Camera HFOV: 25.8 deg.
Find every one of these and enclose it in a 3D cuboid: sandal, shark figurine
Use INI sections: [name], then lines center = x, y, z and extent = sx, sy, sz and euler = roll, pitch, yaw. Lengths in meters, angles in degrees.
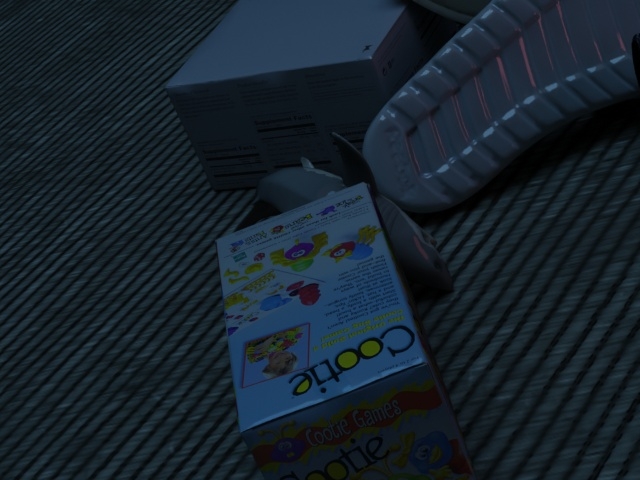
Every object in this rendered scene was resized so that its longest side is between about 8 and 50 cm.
[sandal]
center = 0.218, -0.179, 1.387
extent = 0.416, 0.169, 0.102
euler = -31, -3, 0
[shark figurine]
center = -0.023, -0.015, 1.299
extent = 0.278, 0.166, 0.116
euler = 14, 57, 49

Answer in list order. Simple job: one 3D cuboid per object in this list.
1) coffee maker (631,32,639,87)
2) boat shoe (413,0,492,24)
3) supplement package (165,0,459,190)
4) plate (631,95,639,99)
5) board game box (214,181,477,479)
[coffee maker]
center = 0.391, -0.151, 1.255
extent = 0.178, 0.120, 0.171
euler = -24, 31, 2
[boat shoe]
center = 0.213, -0.281, 1.459
extent = 0.324, 0.116, 0.096
euler = 11, 18, 3
[supplement package]
center = 0.003, -0.179, 1.547
extent = 0.262, 0.145, 0.204
euler = -3, 36, 31
[plate]
center = 0.348, -0.190, 1.443
extent = 0.188, 0.024, 0.188
euler = -18, 30, 11
[board game box]
center = 0.015, 0.096, 1.102
extent = 0.144, 0.142, 0.275
euler = -21, 30, 4
